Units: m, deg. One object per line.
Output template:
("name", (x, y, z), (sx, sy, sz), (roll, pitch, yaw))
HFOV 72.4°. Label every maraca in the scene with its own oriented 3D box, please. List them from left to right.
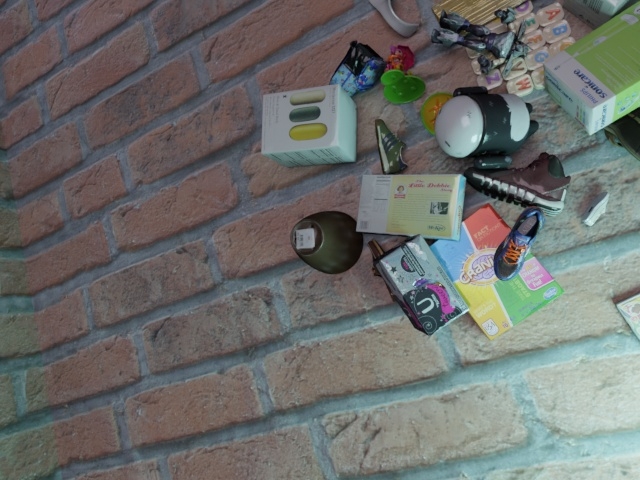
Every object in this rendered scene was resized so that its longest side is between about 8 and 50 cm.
("maraca", (0.391, -0.366, 1.326), (0.185, 0.099, 0.127), (35, 102, -4))

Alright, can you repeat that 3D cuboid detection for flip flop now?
("flip flop", (0.803, -0.301, 1.168), (0.112, 0.080, 0.277), (-37, 57, 4))

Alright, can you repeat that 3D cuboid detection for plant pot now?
("plant pot", (0.000, 0.000, 1.379), (0.215, 0.230, 0.216), (-2, 86, 22))

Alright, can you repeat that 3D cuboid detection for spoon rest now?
("spoon rest", (0.219, -0.788, 1.417), (0.137, 0.084, 0.277), (-42, 70, 55))

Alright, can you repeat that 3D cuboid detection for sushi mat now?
("sushi mat", (0.512, -0.740, 1.329), (0.316, 0.019, 0.152), (-25, 71, 21))

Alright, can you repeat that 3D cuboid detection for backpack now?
("backpack", (0.115, -0.538, 1.418), (0.117, 0.158, 0.173), (44, 118, 4))

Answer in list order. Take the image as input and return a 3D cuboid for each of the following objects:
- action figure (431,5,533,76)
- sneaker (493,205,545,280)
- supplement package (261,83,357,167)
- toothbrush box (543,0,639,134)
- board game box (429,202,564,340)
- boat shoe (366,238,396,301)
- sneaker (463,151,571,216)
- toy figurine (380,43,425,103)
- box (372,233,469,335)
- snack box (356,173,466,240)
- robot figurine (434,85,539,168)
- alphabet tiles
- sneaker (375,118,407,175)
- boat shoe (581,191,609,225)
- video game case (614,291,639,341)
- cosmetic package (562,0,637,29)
("action figure", (0.475, -0.587, 1.278), (0.284, 0.099, 0.186), (22, 91, 15))
("sneaker", (0.529, 0.005, 1.174), (0.083, 0.087, 0.221), (25, 95, 22))
("supplement package", (-0.031, -0.366, 1.435), (0.262, 0.198, 0.200), (0, 85, 22))
("toothbrush box", (0.767, -0.447, 1.129), (0.283, 0.122, 0.206), (-32, 56, 12))
("board game box", (0.489, 0.089, 1.266), (0.242, 0.064, 0.317), (-40, 73, 14))
("boat shoe", (0.199, 0.093, 1.376), (0.073, 0.073, 0.207), (-34, 75, 10))
("sneaker", (0.567, -0.191, 1.249), (0.281, 0.106, 0.163), (25, 86, 15))
("toy figurine", (0.245, -0.546, 1.373), (0.130, 0.173, 0.160), (-17, 66, 37))
("box", (0.278, 0.126, 1.252), (0.142, 0.163, 0.247), (-33, 87, -3))
("snack box", (0.268, -0.105, 1.333), (0.321, 0.060, 0.187), (6, 87, 36))
("robot figurine", (0.456, -0.318, 1.220), (0.277, 0.209, 0.174), (-7, 125, -15))
("alphabet tiles", (0.590, -0.572, 1.299), (0.277, 0.021, 0.285), (-18, 79, 19))
("sneaker", (0.230, -0.304, 1.406), (0.086, 0.064, 0.192), (-8, 75, 3))
("boat shoe", (0.757, -0.085, 1.193), (0.035, 0.035, 0.100), (33, 95, -7))
("video game case", (0.920, 0.201, 1.107), (0.226, 0.026, 0.207), (-32, 75, 17))
("cosmetic package", (0.781, -0.693, 1.161), (0.183, 0.151, 0.151), (-44, 73, 14))
